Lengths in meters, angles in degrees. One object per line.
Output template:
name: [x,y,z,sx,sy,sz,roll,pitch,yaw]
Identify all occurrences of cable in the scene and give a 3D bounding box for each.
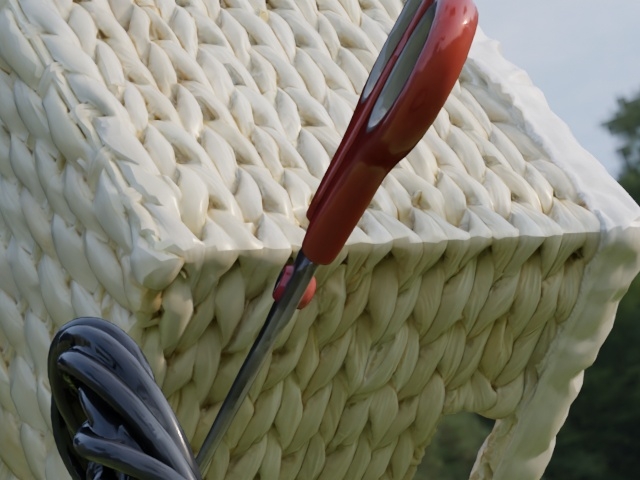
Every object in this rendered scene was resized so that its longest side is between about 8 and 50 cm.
cable: [-0.043,0.094,0.541,0.047,0.184,0.150,-27,-37,-10]

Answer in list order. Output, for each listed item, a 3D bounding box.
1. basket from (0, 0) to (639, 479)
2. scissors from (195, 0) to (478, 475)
basket: [-0.066,0.022,0.993,0.266,0.331,0.328,0,-52,-32]
scissors: [0.000,0.000,0.756,0.021,0.109,0.297,22,-53,-8]
